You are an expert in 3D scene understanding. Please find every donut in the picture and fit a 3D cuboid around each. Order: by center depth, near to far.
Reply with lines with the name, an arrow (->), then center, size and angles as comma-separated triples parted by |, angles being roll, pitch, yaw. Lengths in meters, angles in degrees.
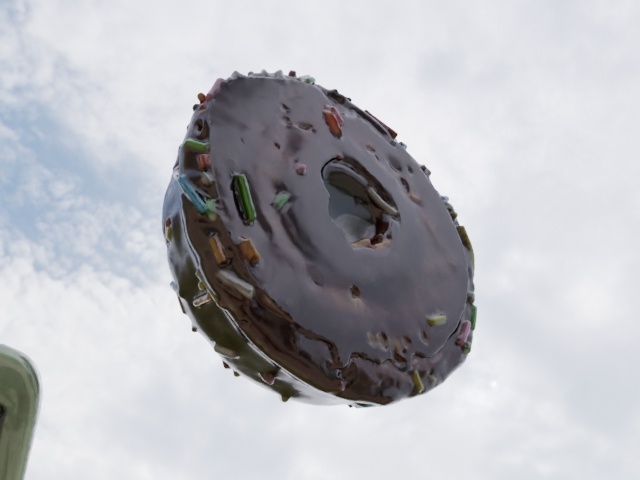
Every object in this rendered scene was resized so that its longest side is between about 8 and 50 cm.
donut -> 0.000, 0.000, 0.422 | 0.235, 0.235, 0.089 | 46, -47, -8

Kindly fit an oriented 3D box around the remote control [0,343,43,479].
remote control -> -0.200, 0.198, 0.299 | 0.090, 0.038, 0.309 | 12, -96, -8
